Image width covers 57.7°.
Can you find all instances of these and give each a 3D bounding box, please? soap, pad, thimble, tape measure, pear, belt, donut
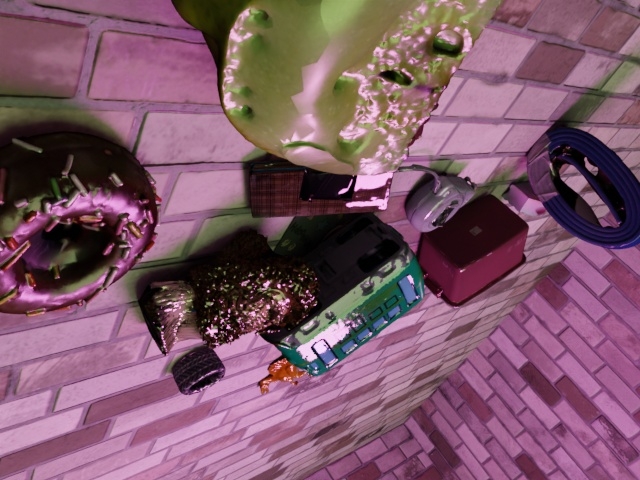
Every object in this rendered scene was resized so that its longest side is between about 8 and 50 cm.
[{"bbox_3d":[0.605,-0.119,1.667,0.149,0.100,0.056,-9,141,-43],"label":"soap"},{"bbox_3d":[0.000,0.000,1.211,0.245,0.006,0.170,-6,140,-47],"label":"pad"},{"bbox_3d":[-0.263,0.285,1.262,0.104,0.066,0.095,-9,144,-44],"label":"thimble"},{"bbox_3d":[0.218,-0.085,1.260,0.330,0.084,0.164,-4,133,-51],"label":"tape measure"},{"bbox_3d":[-0.002,-0.245,0.598,0.318,0.238,0.342,-4,145,-30],"label":"pear"},{"bbox_3d":[0.682,-0.128,1.478,0.212,0.347,0.117,-44,154,26],"label":"belt"},{"bbox_3d":[-0.317,-0.010,0.695,0.270,0.103,0.269,-31,152,-19],"label":"donut"}]

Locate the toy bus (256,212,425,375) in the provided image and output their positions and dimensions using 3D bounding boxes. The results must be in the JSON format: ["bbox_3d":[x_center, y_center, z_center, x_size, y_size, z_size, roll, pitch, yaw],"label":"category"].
[{"bbox_3d":[0.040,0.120,1.196,0.343,0.183,0.199,-35,129,-4],"label":"toy bus"}]

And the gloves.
[{"bbox_3d":[-0.156,0.097,1.016,0.312,0.135,0.210,-7,123,-13],"label":"gloves"}]

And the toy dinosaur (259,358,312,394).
[{"bbox_3d":[-0.091,0.341,1.599,0.142,0.057,0.212,-4,129,-20],"label":"toy dinosaur"}]

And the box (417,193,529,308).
[{"bbox_3d":[0.406,0.021,1.551,0.294,0.193,0.167,-30,147,-16],"label":"box"}]

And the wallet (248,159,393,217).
[{"bbox_3d":[0.001,-0.083,0.939,0.230,0.042,0.124,-1,147,-4],"label":"wallet"}]

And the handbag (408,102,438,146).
[{"bbox_3d":[0.100,-0.207,0.933,0.216,0.074,0.203,-26,153,-20],"label":"handbag"}]
